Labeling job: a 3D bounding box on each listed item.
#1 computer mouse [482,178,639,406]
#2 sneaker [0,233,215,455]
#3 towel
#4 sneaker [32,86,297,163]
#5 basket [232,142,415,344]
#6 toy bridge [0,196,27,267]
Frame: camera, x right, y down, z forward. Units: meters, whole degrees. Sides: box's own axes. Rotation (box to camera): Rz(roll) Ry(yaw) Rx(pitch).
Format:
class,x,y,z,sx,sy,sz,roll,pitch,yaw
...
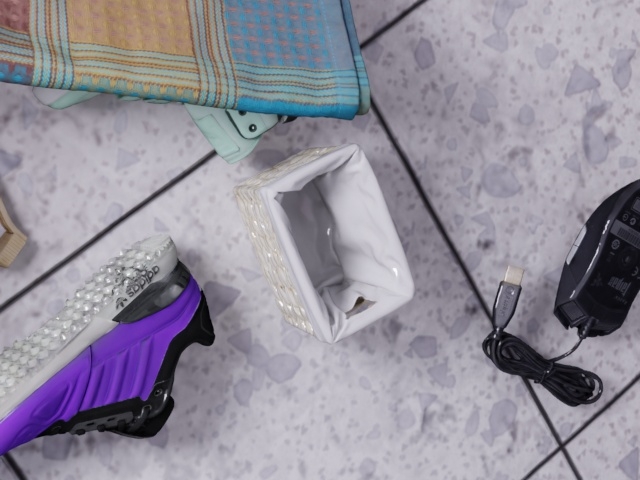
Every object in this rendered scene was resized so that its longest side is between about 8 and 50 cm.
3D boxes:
class,x,y,z,sx,sy,sz,roll,pitch,yaw
computer mouse,0.265,0.036,1.859,0.184,0.060,0.262,20,96,-33
sneaker,-0.207,0.137,1.579,0.293,0.102,0.146,-41,113,-20
towel,-0.137,-0.240,1.548,0.370,0.040,0.271,5,61,-28
sneaker,-0.128,-0.130,1.599,0.256,0.094,0.151,-24,99,-28
basket,0.000,0.000,1.681,0.113,0.103,0.167,-29,107,-24
toy bridge,-0.332,-0.055,1.537,0.188,0.026,0.063,41,74,-25
